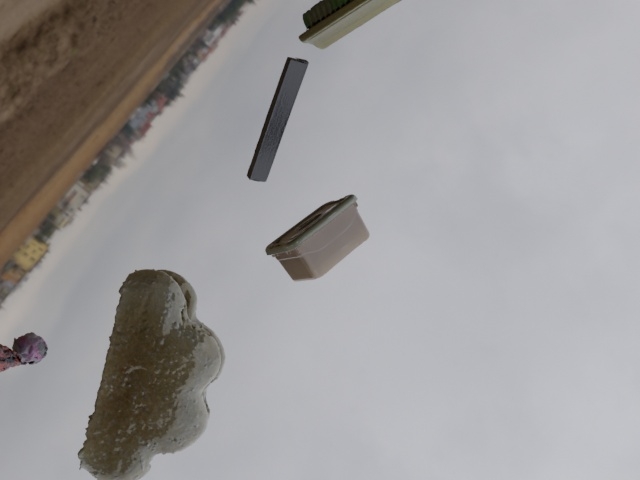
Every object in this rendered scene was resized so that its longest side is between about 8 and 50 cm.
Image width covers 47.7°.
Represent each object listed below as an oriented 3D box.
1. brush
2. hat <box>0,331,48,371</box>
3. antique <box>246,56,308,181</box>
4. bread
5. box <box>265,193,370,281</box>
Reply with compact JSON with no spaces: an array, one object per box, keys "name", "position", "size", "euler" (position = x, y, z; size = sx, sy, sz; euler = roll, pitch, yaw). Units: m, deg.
[{"name":"brush","position":[0.081,-0.331,0.948],"size":[0.282,0.048,0.054],"euler":[-19,170,42]},{"name":"hat","position":[-0.382,0.131,0.731],"size":[0.129,0.227,0.140],"euler":[1,-92,38]},{"name":"antique","position":[-0.064,-0.172,1.042],"size":[0.015,0.031,0.192],"euler":[55,-50,50]},{"name":"bread","position":[-0.250,0.216,1.108],"size":[0.102,0.183,0.337],"euler":[-60,164,-86]},{"name":"box","position":[0.000,0.000,0.934],"size":[0.122,0.062,0.089],"euler":[-37,-169,-27]}]
